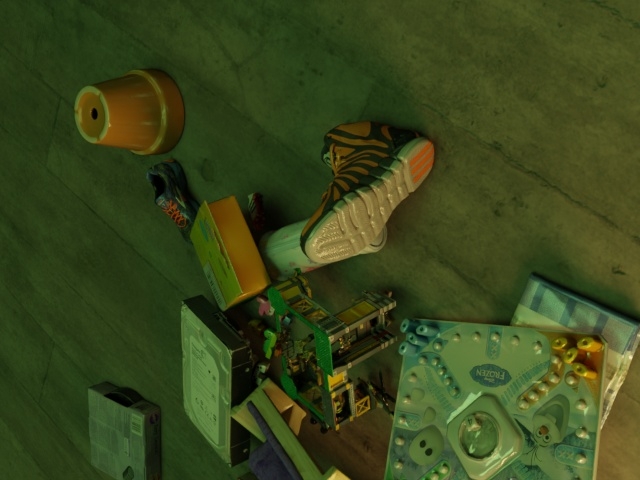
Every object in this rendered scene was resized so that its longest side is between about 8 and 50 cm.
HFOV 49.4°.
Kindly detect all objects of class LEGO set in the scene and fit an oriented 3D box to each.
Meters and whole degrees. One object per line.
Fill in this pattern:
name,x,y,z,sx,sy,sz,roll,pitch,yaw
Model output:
LEGO set,0.042,0.205,1.405,0.254,0.192,0.332,21,128,52
LEGO set,-0.126,0.198,1.553,0.093,0.087,0.227,27,117,15

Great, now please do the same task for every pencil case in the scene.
pencil case,0.000,0.000,1.393,0.273,0.124,0.114,-20,92,39

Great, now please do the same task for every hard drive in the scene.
hard drive,-0.246,0.327,1.620,0.237,0.064,0.339,35,130,43

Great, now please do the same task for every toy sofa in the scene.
toy sofa,-0.063,0.455,1.399,0.177,0.150,0.362,-44,32,-5

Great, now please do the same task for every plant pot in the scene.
plant pot,-0.456,-0.296,1.623,0.205,0.187,0.205,9,106,35

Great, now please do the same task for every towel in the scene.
towel,0.409,0.222,1.197,0.209,0.034,0.285,26,113,32

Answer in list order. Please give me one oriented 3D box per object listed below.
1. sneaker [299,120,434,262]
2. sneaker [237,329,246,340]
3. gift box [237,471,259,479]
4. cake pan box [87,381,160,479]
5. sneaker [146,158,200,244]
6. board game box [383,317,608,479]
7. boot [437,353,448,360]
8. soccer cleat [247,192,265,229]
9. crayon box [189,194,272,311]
sneaker,0.045,-0.097,1.255,0.180,0.321,0.125,29,149,36
sneaker,-0.216,0.267,1.666,0.118,0.042,0.067,-36,75,34
gift box,-0.177,0.723,1.602,0.255,0.258,0.277,29,108,28
cake pan box,-0.557,0.553,1.971,0.245,0.070,0.267,11,107,32
sneaker,-0.351,-0.086,1.657,0.083,0.087,0.221,-36,78,37
board game box,0.269,0.333,1.182,0.389,0.050,0.390,-1,74,44
boot,0.244,0.268,1.322,0.121,0.045,0.099,-34,82,29
soccer cleat,-0.146,-0.065,1.548,0.035,0.029,0.083,-1,97,46
crayon box,-0.193,0.032,1.472,0.202,0.081,0.318,67,162,4
